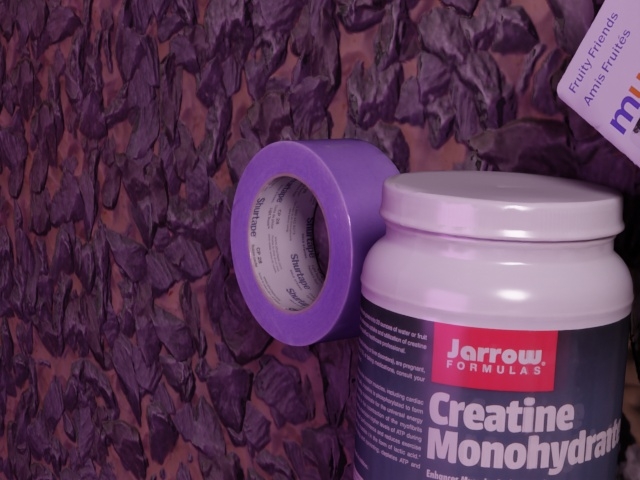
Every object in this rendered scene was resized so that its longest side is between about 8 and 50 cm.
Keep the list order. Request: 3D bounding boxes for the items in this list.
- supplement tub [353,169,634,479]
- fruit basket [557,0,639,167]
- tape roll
[{"bbox_3d":[0.121,0.095,0.810,0.191,0.191,0.272,15,107,50],"label":"supplement tub"},{"bbox_3d":[0.282,-0.126,0.555,0.353,0.165,0.327,51,127,39],"label":"fruit basket"},{"bbox_3d":[0.000,0.000,1.045,0.189,0.080,0.189,11,104,51],"label":"tape roll"}]
